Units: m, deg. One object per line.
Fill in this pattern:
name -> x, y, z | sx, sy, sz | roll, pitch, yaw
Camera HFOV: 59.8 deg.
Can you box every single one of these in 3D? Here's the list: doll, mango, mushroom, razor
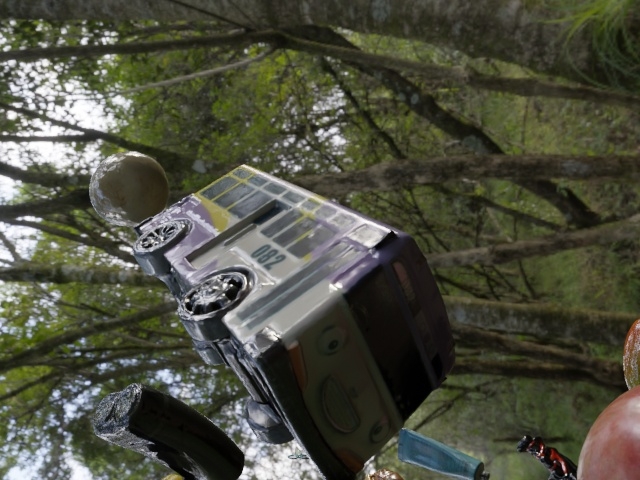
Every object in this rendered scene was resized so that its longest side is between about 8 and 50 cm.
doll -> 0.520, 0.501, 1.138 | 0.127, 0.248, 0.088 | -8, -57, -40
mango -> 0.972, 0.370, 1.640 | 0.129, 0.146, 0.289 | 75, -147, -66
mushroom -> -0.488, -0.133, 1.479 | 0.209, 0.206, 0.206 | 2, -89, -57
razor -> -0.336, 0.449, 1.265 | 0.349, 0.204, 0.113 | 45, -143, -30

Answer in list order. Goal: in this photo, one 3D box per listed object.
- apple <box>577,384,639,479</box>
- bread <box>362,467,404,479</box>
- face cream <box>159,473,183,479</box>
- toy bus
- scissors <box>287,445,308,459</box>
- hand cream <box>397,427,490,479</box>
apple -> 0.500, 0.350, 0.719 | 0.345, 0.344, 0.269 | -61, -5, -42
bread -> 0.152, 0.588, 1.083 | 0.184, 0.274, 0.114 | -35, -60, -15
face cream -> -0.416, 0.646, 1.247 | 0.348, 0.105, 0.105 | -5, -83, -74
toy bus -> -0.046, 0.065, 0.696 | 0.249, 0.440, 0.209 | -34, -60, -17
scissors -> -0.056, 0.546, 1.427 | 0.119, 0.058, 0.014 | 113, 158, -81
hand cream -> 0.275, 0.498, 1.265 | 0.048, 0.224, 0.083 | -2, -83, -50
